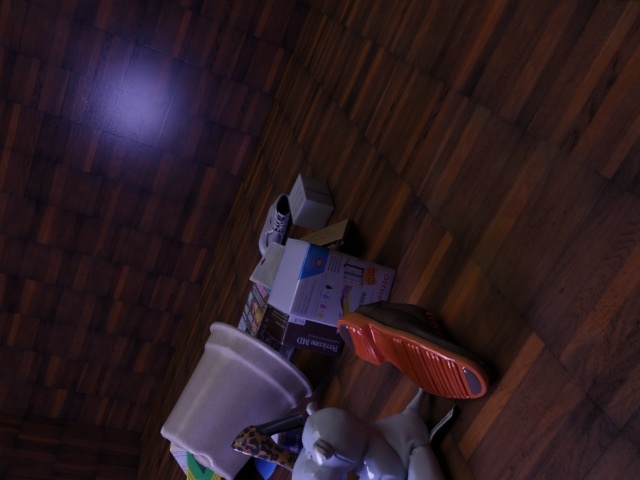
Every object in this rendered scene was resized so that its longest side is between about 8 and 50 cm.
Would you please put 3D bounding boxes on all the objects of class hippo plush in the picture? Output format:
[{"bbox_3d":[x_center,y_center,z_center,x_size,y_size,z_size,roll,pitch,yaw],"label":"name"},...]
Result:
[{"bbox_3d":[0.082,0.390,1.021,0.234,0.237,0.294,-129,58,-67],"label":"hippo plush"}]

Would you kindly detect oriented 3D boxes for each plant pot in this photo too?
[{"bbox_3d":[-0.239,0.436,1.554,0.305,0.334,0.334,-55,12,-24],"label":"plant pot"}]

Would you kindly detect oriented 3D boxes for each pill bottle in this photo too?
[{"bbox_3d":[-0.065,0.513,1.481,0.067,0.120,0.067,-52,29,44],"label":"pill bottle"}]

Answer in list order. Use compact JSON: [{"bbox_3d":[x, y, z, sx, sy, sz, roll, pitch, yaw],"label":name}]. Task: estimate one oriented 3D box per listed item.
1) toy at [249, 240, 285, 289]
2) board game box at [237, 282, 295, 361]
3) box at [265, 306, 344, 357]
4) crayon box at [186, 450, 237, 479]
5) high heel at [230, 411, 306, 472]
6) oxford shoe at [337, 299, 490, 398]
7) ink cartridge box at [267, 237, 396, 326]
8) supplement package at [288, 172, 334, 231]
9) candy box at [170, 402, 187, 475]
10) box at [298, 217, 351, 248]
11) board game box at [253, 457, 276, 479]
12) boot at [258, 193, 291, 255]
[{"bbox_3d":[-0.075,0.108,1.751,0.136,0.237,0.056,-61,-28,-15],"label":"toy"},{"bbox_3d":[-0.160,0.261,1.907,0.290,0.141,0.232,-70,20,9],"label":"board game box"},{"bbox_3d":[-0.023,0.181,1.573,0.167,0.169,0.203,8,82,69],"label":"box"},{"bbox_3d":[-0.323,0.671,1.775,0.362,0.106,0.312,90,174,-63],"label":"crayon box"},{"bbox_3d":[-0.092,0.545,1.365,0.093,0.186,0.261,109,144,-58],"label":"high heel"},{"bbox_3d":[0.182,0.178,1.099,0.133,0.129,0.364,-35,28,-25],"label":"oxford shoe"},{"bbox_3d":[0.026,0.111,1.406,0.168,0.233,0.171,9,82,68],"label":"ink cartridge box"},{"bbox_3d":[-0.033,-0.125,1.941,0.105,0.105,0.179,-62,23,28],"label":"supplement package"},{"bbox_3d":[-0.445,0.741,2.129,0.182,0.088,0.316,-96,-4,-47],"label":"candy box"},{"bbox_3d":[0.000,0.000,1.634,0.165,0.021,0.201,-22,11,15],"label":"box"},{"bbox_3d":[-0.142,0.618,1.735,0.169,0.033,0.133,9,77,65],"label":"board game box"},{"bbox_3d":[-0.169,-0.060,2.260,0.123,0.095,0.258,123,157,-53],"label":"boot"}]
